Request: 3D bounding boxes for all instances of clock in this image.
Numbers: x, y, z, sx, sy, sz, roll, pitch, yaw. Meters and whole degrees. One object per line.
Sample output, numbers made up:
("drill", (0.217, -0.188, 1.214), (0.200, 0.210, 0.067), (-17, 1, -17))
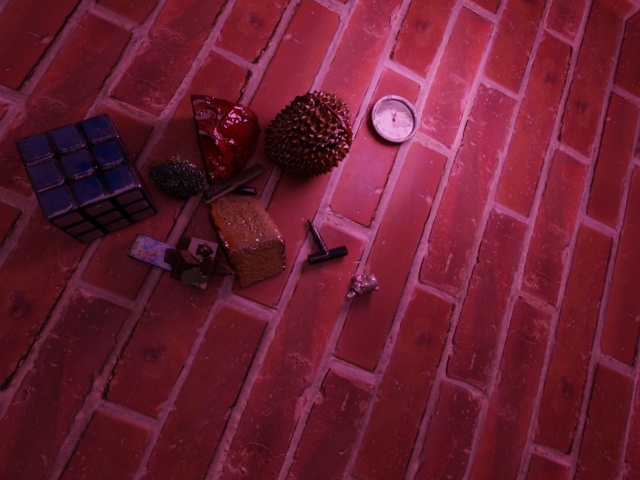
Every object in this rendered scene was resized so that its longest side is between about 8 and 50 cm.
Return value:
("clock", (0.345, -0.566, 1.887), (0.237, 0.053, 0.236), (2, 80, -11))

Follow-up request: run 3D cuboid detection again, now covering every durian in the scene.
("durian", (-0.036, -0.433, 1.648), (0.348, 0.347, 0.384), (42, 105, -3))

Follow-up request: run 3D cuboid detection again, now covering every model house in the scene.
("model house", (-0.423, 0.089, 1.455), (0.248, 0.176, 0.180), (11, 86, 25))

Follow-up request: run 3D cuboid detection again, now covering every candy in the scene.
("candy", (-0.622, 0.053, 1.535), (0.195, 0.062, 0.097), (22, 74, -8))

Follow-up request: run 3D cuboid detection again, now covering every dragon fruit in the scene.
("dragon fruit", (-0.365, -0.402, 1.598), (0.287, 0.228, 0.328), (-1, 78, -15))

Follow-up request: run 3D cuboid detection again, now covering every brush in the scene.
("brush", (-0.357, -0.239, 1.628), (0.283, 0.048, 0.054), (-34, 67, -20))

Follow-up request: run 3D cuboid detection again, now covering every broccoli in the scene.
("broccoli", (-0.560, -0.265, 1.570), (0.220, 0.194, 0.193), (10, 77, -31))

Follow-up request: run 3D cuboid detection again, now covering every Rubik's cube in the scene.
("Rubik's cube", (-0.800, -0.208, 1.407), (0.301, 0.303, 0.305), (-24, 80, -16))

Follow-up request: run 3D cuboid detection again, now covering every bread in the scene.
("bread", (-0.304, -0.001, 1.622), (0.249, 0.278, 0.315), (-20, 42, -17))

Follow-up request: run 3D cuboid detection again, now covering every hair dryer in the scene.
("hair dryer", (0.012, -0.008, 1.711), (0.173, 0.050, 0.194), (-12, 80, -18))

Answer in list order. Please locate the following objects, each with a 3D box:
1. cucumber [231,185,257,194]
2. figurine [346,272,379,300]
("cucumber", (-0.329, -0.209, 1.653), (0.135, 0.034, 0.033), (7, 111, 5))
("figurine", (0.164, 0.195, 1.703), (0.146, 0.081, 0.098), (-17, 41, -11))
